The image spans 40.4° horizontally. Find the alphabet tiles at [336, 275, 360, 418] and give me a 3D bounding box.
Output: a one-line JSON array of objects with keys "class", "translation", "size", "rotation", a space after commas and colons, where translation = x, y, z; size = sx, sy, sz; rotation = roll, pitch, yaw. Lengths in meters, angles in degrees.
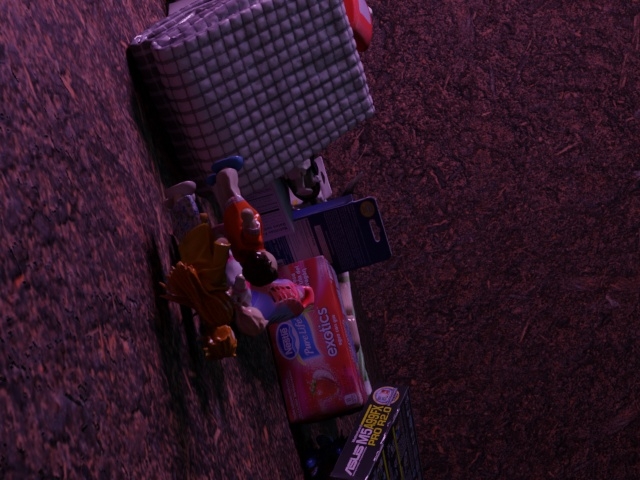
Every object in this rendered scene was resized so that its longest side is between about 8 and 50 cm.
[{"class": "alphabet tiles", "translation": [0.027, 0.203, 1.741], "size": [0.284, 0.021, 0.277], "rotation": [110, -28, -59]}]

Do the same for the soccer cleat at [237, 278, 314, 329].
[{"class": "soccer cleat", "translation": [-0.069, 0.086, 1.262], "size": [0.248, 0.095, 0.083], "rotation": [33, 42, -82]}]

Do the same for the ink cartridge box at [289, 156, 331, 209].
[{"class": "ink cartridge box", "translation": [-0.053, -0.103, 1.716], "size": [0.090, 0.143, 0.092], "rotation": [45, 30, -79]}]

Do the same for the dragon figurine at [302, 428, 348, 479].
[{"class": "dragon figurine", "translation": [0.041, 0.376, 1.501], "size": [0.289, 0.085, 0.143], "rotation": [-15, 98, -77]}]

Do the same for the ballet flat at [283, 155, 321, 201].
[{"class": "ballet flat", "translation": [-0.036, -0.117, 1.355], "size": [0.203, 0.074, 0.074], "rotation": [67, 9, -66]}]

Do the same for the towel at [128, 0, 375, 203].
[{"class": "towel", "translation": [-0.084, -0.215, 1.136], "size": [0.121, 0.284, 0.235], "rotation": [20, -41, 48]}]

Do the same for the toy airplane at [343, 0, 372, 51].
[{"class": "toy airplane", "translation": [-0.068, -0.465, 1.483], "size": [0.384, 0.272, 0.386], "rotation": [40, 5, -10]}]

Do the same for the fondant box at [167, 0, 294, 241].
[{"class": "fondant box", "translation": [-0.139, -0.190, 1.366], "size": [0.238, 0.096, 0.330], "rotation": [-99, 173, -48]}]

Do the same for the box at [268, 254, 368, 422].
[{"class": "box", "translation": [-0.011, 0.169, 1.451], "size": [0.128, 0.123, 0.256], "rotation": [52, 22, -74]}]

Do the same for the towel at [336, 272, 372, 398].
[{"class": "towel", "translation": [0.048, 0.189, 1.788], "size": [0.248, 0.038, 0.324], "rotation": [122, -38, -71]}]

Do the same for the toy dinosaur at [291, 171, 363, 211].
[{"class": "toy dinosaur", "translation": [0.000, 0.000, 1.637], "size": [0.160, 0.313, 0.121], "rotation": [31, 11, -21]}]

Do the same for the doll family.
[{"class": "doll family", "translation": [-0.120, 0.041, 0.944], "size": [0.263, 0.119, 0.163], "rotation": [106, -34, -65]}]

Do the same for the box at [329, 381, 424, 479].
[{"class": "box", "translation": [0.100, 0.400, 1.404], "size": [0.216, 0.060, 0.270], "rotation": [-55, 141, -48]}]

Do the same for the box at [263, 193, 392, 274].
[{"class": "box", "translation": [0.003, 0.002, 1.545], "size": [0.036, 0.225, 0.136], "rotation": [-95, 168, -61]}]
